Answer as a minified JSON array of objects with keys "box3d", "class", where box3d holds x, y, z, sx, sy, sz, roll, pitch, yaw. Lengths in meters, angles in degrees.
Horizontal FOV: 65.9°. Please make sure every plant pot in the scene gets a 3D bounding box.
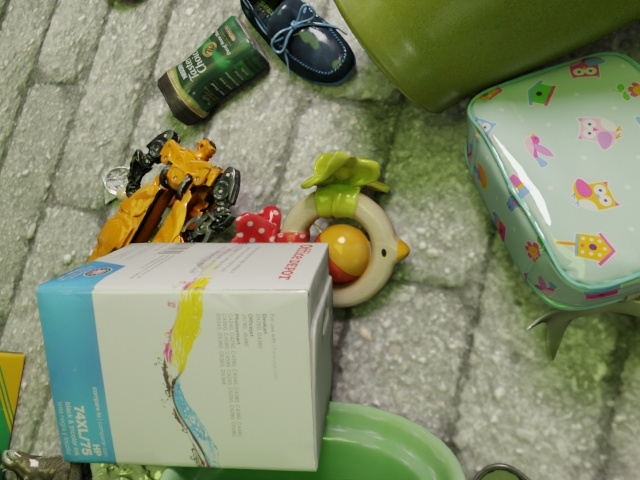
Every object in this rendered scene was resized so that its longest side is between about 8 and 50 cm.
[{"box3d":[0.205,-0.339,0.549,0.353,0.366,0.366,-34,67,30],"class":"plant pot"}]

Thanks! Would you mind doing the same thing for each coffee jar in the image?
[{"box3d":[-0.183,-0.280,0.828,0.184,0.079,0.096,-36,68,11],"class":"coffee jar"}]

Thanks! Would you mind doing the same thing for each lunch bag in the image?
[{"box3d":[0.304,-0.067,0.543,0.224,0.108,0.279,-19,62,1],"class":"lunch bag"}]

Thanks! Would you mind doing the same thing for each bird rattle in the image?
[{"box3d":[0.000,0.000,0.670,0.253,0.143,0.207,-43,83,11],"class":"bird rattle"}]

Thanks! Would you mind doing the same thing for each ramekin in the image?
[{"box3d":[-0.007,0.301,0.505,0.303,0.303,0.148,2,99,22],"class":"ramekin"}]

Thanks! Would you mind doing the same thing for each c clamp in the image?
[{"box3d":[0.212,0.336,0.562,0.161,0.022,0.137,33,85,25],"class":"c clamp"}]

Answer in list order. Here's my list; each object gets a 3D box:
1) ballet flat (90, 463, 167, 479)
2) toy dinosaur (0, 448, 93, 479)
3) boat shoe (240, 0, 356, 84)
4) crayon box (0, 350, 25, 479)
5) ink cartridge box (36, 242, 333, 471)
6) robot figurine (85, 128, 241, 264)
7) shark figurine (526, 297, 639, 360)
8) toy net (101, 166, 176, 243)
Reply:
[{"box3d":[-0.240,0.271,0.669,0.409,0.147,0.147,37,93,34],"class":"ballet flat"},{"box3d":[-0.336,0.399,0.710,0.313,0.121,0.160,43,108,25],"class":"toy dinosaur"},{"box3d":[-0.056,-0.334,0.783,0.258,0.089,0.109,39,94,24],"class":"boat shoe"},{"box3d":[-0.725,0.346,0.885,0.363,0.106,0.313,-2,77,21],"class":"crayon box"},{"box3d":[-0.127,0.116,0.569,0.270,0.198,0.197,-1,102,7],"class":"ink cartridge box"},{"box3d":[-0.232,-0.020,0.735,0.211,0.085,0.291,33,91,24],"class":"robot figurine"},{"box3d":[0.375,0.094,0.503,0.278,0.116,0.166,25,87,23],"class":"shark figurine"},{"box3d":[-0.315,-0.073,0.851,0.232,0.045,0.122,43,96,24],"class":"toy net"}]
